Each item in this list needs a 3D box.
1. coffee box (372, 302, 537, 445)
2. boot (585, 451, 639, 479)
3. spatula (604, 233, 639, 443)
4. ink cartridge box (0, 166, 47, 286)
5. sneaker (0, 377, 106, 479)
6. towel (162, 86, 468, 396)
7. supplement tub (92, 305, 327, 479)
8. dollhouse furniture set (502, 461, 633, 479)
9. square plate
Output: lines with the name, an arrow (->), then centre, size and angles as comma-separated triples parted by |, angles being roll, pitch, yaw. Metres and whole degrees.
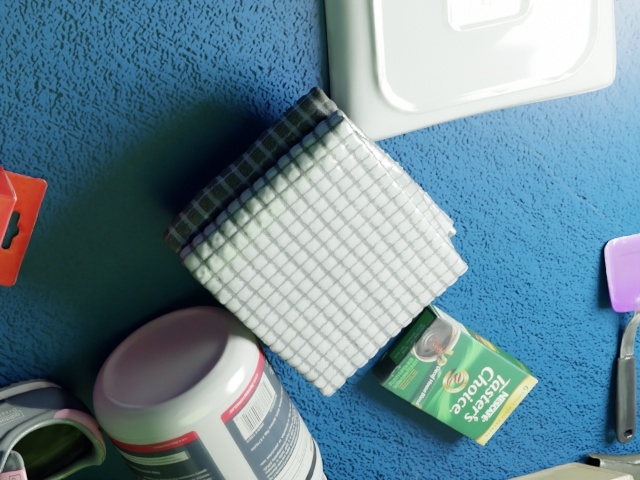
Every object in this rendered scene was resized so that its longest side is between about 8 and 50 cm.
coffee box -> 0.165, 0.163, 1.866 | 0.184, 0.040, 0.113 | 34, 100, -32
boot -> 0.396, 0.366, 2.054 | 0.137, 0.077, 0.198 | 4, 101, -18
spatula -> 0.391, 0.129, 1.944 | 0.084, 0.030, 0.296 | -12, 120, -18
ink cartridge box -> -0.391, -0.013, 1.532 | 0.231, 0.078, 0.134 | 12, 111, -27
sneaker -> -0.370, 0.242, 1.592 | 0.319, 0.131, 0.112 | -27, 123, -31
towel -> 0.000, 0.000, 1.649 | 0.235, 0.121, 0.283 | -43, 132, 3
supplement tub -> -0.113, 0.225, 1.699 | 0.191, 0.191, 0.272 | -30, 123, -5
dollhouse furniture set -> 0.274, 0.502, 1.914 | 0.256, 0.362, 0.394 | -11, 91, -18
square plate -> 0.168, -0.281, 1.632 | 0.344, 0.049, 0.347 | -13, 120, -14
